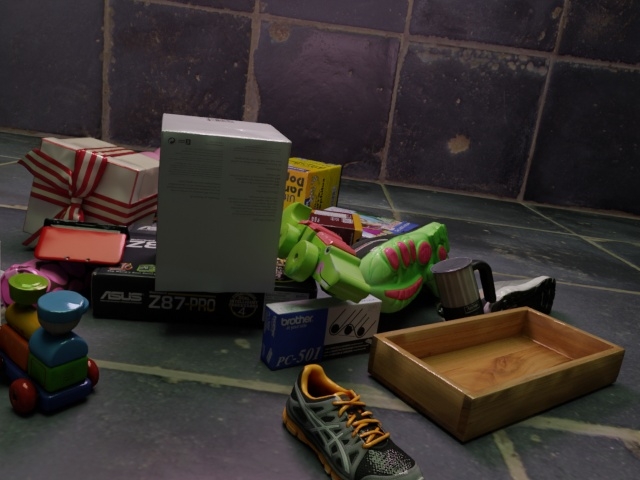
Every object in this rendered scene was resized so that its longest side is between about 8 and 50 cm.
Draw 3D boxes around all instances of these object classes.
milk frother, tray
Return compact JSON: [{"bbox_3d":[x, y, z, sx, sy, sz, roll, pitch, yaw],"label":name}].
[{"bbox_3d":[0.274,0.103,1.124,0.129,0.134,0.143,-24,13,-36],"label":"milk frother"},{"bbox_3d":[0.302,0.202,0.909,0.411,0.076,0.203,-2,17,-36],"label":"tray"}]

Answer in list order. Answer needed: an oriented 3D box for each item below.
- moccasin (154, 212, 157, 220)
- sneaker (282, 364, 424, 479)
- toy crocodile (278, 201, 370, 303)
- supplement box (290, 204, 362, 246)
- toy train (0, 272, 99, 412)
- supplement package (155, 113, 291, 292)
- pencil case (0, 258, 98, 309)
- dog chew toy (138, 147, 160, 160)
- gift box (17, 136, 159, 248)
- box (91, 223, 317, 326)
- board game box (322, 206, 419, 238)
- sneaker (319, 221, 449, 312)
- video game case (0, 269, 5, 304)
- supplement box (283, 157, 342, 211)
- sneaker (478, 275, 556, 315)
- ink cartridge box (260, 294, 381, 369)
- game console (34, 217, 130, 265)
[{"bbox_3d":[-0.474,-0.127,1.632,0.147,0.139,0.380,15,16,22],"label":"moccasin"},{"bbox_3d":[0.032,0.226,0.654,0.084,0.083,0.215,-5,20,-45],"label":"sneaker"},{"bbox_3d":[-0.003,0.018,0.940,0.115,0.105,0.340,27,5,-21],"label":"toy crocodile"},{"bbox_3d":[0.000,0.000,1.412,0.194,0.128,0.191,8,15,-1],"label":"supplement box"},{"bbox_3d":[-0.399,0.106,0.728,0.248,0.143,0.105,24,20,30],"label":"toy train"},{"bbox_3d":[-0.180,-0.068,0.945,0.200,0.262,0.198,3,19,-16],"label":"supplement package"},{"bbox_3d":[-0.482,0.062,0.982,0.095,0.098,0.209,-11,12,7],"label":"pencil case"},{"bbox_3d":[-0.559,-0.212,1.827,0.207,0.206,0.332,20,27,39],"label":"dog chew toy"},{"bbox_3d":[-0.549,-0.102,1.290,0.277,0.254,0.258,13,13,-2],"label":"gift box"},{"bbox_3d":[-0.218,0.065,1.106,0.396,0.097,0.318,5,15,-7],"label":"box"},{"bbox_3d":[0.120,-0.027,1.705,0.318,0.065,0.319,13,15,19],"label":"board game box"},{"bbox_3d":[0.158,0.047,1.204,0.203,0.185,0.483,3,1,30],"label":"sneaker"},{"bbox_3d":[-0.640,0.084,0.968,0.191,0.022,0.173,16,16,25],"label":"video game case"},{"bbox_3d":[-0.076,-0.179,1.930,0.194,0.195,0.356,13,16,18],"label":"supplement box"},{"bbox_3d":[0.439,0.126,1.230,0.272,0.100,0.108,-3,13,-36],"label":"sneaker"},{"bbox_3d":[0.004,0.148,0.909,0.207,0.097,0.046,-3,17,-33],"label":"ink cartridge box"},{"bbox_3d":[-0.434,0.010,1.005,0.144,0.085,0.124,6,-14,-15],"label":"game console"}]
